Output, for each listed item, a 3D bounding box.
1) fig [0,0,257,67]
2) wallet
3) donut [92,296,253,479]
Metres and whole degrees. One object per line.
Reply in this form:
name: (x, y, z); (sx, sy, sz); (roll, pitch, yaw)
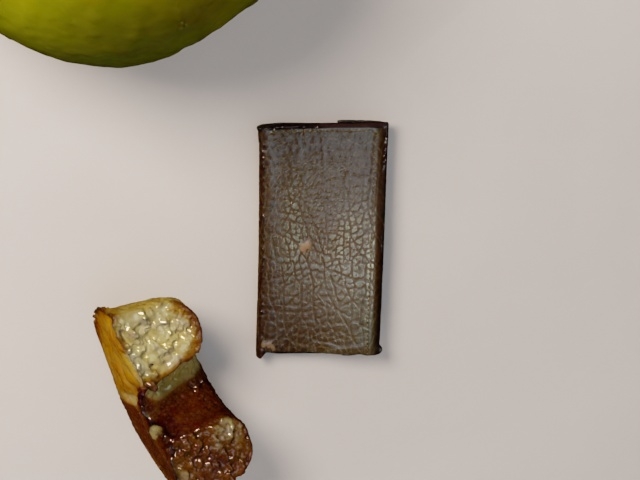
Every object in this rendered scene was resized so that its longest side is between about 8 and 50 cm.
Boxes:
fig: (-0.166, -0.286, 1.005); (0.343, 0.343, 0.343); (-5, 109, -15)
wallet: (0.000, 0.000, 1.315); (0.133, 0.039, 0.243); (-2, 108, -10)
donut: (-0.145, 0.137, 1.263); (0.085, 0.141, 0.217); (-27, 114, -18)
